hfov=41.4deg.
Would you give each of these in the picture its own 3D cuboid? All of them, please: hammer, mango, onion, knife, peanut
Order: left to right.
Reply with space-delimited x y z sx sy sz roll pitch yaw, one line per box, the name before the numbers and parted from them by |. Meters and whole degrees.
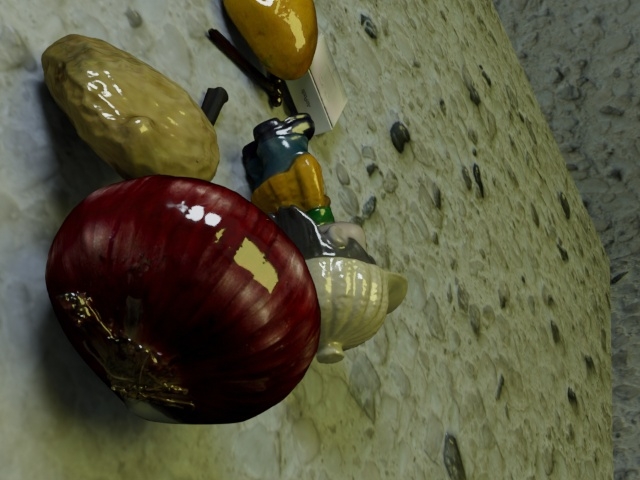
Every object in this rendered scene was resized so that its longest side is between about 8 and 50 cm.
peanut | -0.200 -0.133 0.899 0.196 0.110 0.233 34 3 -34
onion | -0.121 0.041 0.835 0.273 0.273 0.285 58 34 -23
knife | -0.159 -0.119 1.127 0.231 0.028 0.060 -76 150 -43
hammer | -0.115 -0.274 1.303 0.178 0.021 0.065 36 43 -43
mango | -0.076 -0.351 1.308 0.147 0.109 0.228 -4 73 -38

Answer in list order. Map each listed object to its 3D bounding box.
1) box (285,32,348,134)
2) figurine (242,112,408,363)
box | -0.008 -0.264 1.427 0.129 0.051 0.130 -66 138 -55
figurine | -0.028 0.002 1.156 0.204 0.185 0.332 -28 79 -30
